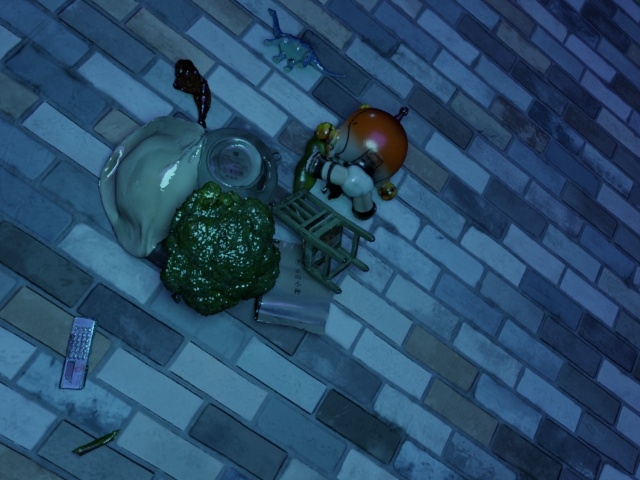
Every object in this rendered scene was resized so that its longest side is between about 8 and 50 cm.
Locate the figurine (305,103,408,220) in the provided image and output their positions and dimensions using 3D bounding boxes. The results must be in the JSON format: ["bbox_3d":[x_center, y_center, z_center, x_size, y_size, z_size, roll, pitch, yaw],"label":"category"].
[{"bbox_3d":[0.135,-0.250,1.375,0.320,0.196,0.322,39,65,-22],"label":"figurine"}]

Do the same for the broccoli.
[{"bbox_3d":[-0.241,0.016,1.156,0.304,0.283,0.320,6,110,-33],"label":"broccoli"}]

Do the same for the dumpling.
[{"bbox_3d":[-0.437,-0.147,1.192,0.260,0.340,0.181,27,25,21],"label":"dumpling"}]

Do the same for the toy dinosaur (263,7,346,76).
[{"bbox_3d":[-0.084,-0.579,1.447,0.329,0.076,0.144,43,62,5],"label":"toy dinosaur"}]

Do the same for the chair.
[{"bbox_3d":[0.000,0.000,1.297,0.271,0.147,0.136,35,52,26],"label":"chair"}]

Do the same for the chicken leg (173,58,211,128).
[{"bbox_3d":[-0.355,-0.420,1.336,0.093,0.053,0.205,-32,82,1],"label":"chicken leg"}]

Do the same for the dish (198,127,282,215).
[{"bbox_3d":[-0.235,-0.194,1.289,0.304,0.120,0.302,4,77,-16],"label":"dish"}]

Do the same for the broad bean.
[{"bbox_3d":[-0.034,-0.173,1.389,0.098,0.056,0.317,9,82,-27],"label":"broad bean"}]

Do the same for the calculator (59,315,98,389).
[{"bbox_3d":[-0.579,0.269,1.131,0.057,0.018,0.171,10,77,-15],"label":"calculator"}]

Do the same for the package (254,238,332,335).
[{"bbox_3d":[-0.072,0.126,1.313,0.204,0.062,0.250,15,61,-15],"label":"package"}]

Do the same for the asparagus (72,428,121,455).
[{"bbox_3d":[-0.520,0.473,1.102,0.108,0.025,0.021,-22,76,-21],"label":"asparagus"}]
